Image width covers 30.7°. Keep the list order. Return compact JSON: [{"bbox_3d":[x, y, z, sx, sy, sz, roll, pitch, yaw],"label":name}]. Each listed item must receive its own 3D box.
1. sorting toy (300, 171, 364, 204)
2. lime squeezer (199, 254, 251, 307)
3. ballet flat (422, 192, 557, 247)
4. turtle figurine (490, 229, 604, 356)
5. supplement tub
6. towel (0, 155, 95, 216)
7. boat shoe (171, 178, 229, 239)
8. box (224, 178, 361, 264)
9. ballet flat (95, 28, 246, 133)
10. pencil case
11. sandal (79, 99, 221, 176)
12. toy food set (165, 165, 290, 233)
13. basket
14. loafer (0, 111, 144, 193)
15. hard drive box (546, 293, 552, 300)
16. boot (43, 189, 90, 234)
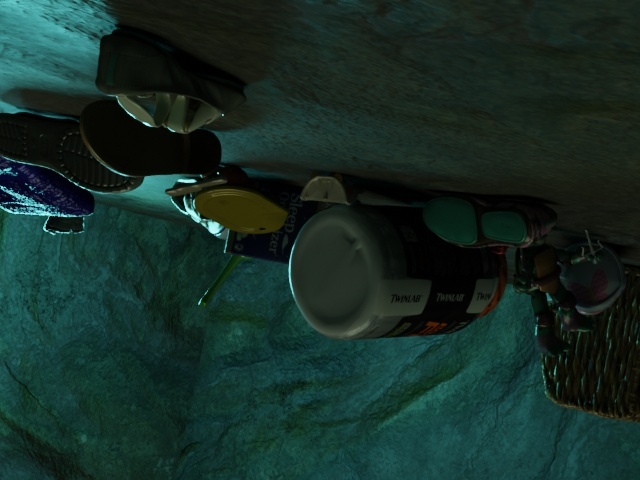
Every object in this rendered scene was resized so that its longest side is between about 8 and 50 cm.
[{"bbox_3d":[0.026,-0.077,1.735,0.083,0.045,0.075,7,-177,34],"label":"sorting toy"},{"bbox_3d":[-0.123,0.000,2.222,0.059,0.310,0.110,26,142,16],"label":"lime squeezer"},{"bbox_3d":[0.239,-0.028,1.617,0.079,0.077,0.221,-10,-170,-35],"label":"ballet flat"},{"bbox_3d":[0.361,0.054,1.829,0.175,0.234,0.118,-26,-156,-18],"label":"turtle figurine"},{"bbox_3d":[0.132,0.049,1.830,0.207,0.207,0.338,8,-175,44],"label":"supplement tub"},{"bbox_3d":[-0.570,-0.125,2.062,0.227,0.076,0.308,10,162,35],"label":"towel"},{"bbox_3d":[-0.214,-0.066,2.213,0.094,0.109,0.302,17,177,-21],"label":"boat shoe"},{"bbox_3d":[-0.048,-0.025,2.025,0.225,0.136,0.036,10,177,18],"label":"box"},{"bbox_3d":[-0.137,-0.132,1.060,0.072,0.068,0.213,10,177,24],"label":"ballet flat"},{"bbox_3d":[0.461,0.066,2.024,0.124,0.113,0.273,25,179,10],"label":"pencil case"},{"bbox_3d":[-0.233,-0.120,1.464,0.079,0.088,0.240,2,176,38],"label":"sandal"},{"bbox_3d":[-0.142,-0.083,1.942,0.128,0.071,0.218,-15,151,32],"label":"toy food set"},{"bbox_3d":[0.567,0.201,2.321,0.213,0.299,0.223,10,176,28],"label":"basket"},{"bbox_3d":[-0.358,-0.141,1.705,0.251,0.094,0.087,20,-156,16],"label":"loafer"},{"bbox_3d":[0.571,0.103,2.491,0.181,0.089,0.232,12,176,-3],"label":"hard drive box"},{"bbox_3d":[-0.517,-0.092,2.304,0.083,0.161,0.246,10,177,18],"label":"boot"}]
